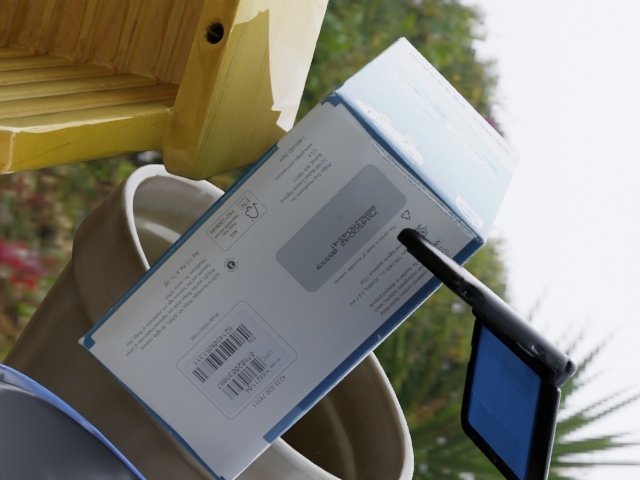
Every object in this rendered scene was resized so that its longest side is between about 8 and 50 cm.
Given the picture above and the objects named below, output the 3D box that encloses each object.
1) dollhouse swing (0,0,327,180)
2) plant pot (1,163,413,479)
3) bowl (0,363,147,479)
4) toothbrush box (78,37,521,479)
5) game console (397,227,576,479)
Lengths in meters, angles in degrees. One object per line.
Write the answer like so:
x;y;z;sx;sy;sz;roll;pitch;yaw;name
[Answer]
-0.217;-0.199;1.248;0.347;0.305;0.315;16;-90;29;dollhouse swing
-0.133;0.150;1.469;0.280;0.323;0.323;-40;-124;18;plant pot
-0.065;0.210;0.674;0.077;0.391;0.391;-34;-123;6;bowl
0.000;0.000;1.173;0.126;0.295;0.216;45;-76;-3;toothbrush box
0.076;0.062;0.952;0.071;0.107;0.122;-51;-159;2;game console
